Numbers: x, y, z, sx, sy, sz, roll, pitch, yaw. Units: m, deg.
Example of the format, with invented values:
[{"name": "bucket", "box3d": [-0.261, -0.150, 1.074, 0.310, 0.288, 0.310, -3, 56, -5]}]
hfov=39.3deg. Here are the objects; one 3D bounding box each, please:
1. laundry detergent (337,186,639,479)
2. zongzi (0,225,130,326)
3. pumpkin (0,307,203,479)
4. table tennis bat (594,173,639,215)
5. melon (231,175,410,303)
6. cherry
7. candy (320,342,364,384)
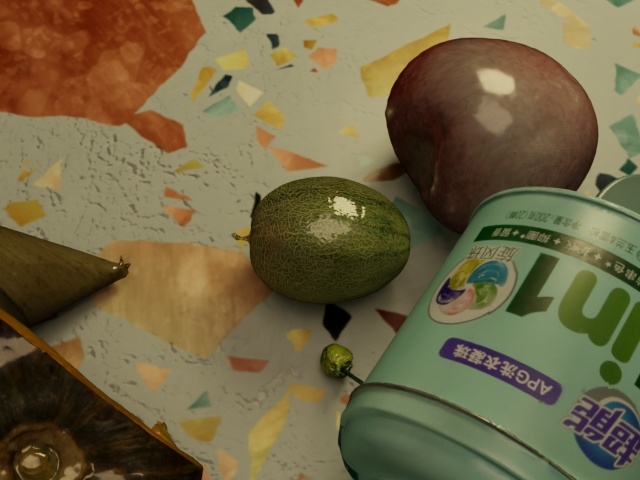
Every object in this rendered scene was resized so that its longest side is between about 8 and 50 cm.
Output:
[{"name": "laundry detergent", "box3d": [0.188, 0.157, 0.813, 0.287, 0.287, 0.305, 31, 65, 13]}, {"name": "zongzi", "box3d": [-0.425, -0.020, 0.754, 0.466, 0.500, 0.218, -16, 71, -10]}, {"name": "pumpkin", "box3d": [-0.259, 0.172, 0.816, 0.317, 0.221, 0.139, 40, 75, -20]}, {"name": "table tennis bat", "box3d": [0.405, -0.043, 1.062, 0.152, 0.040, 0.244, 25, 69, 9]}, {"name": "melon", "box3d": [0.000, 0.000, 0.966, 0.192, 0.139, 0.139, 1, 63, -2]}, {"name": "cherry", "box3d": [0.202, -0.126, 1.000, 0.239, 0.206, 0.239, -4, 56, 6]}, {"name": "candy", "box3d": [0.027, 0.131, 0.916, 0.035, 0.123, 0.035, 21, 89, -13]}]
